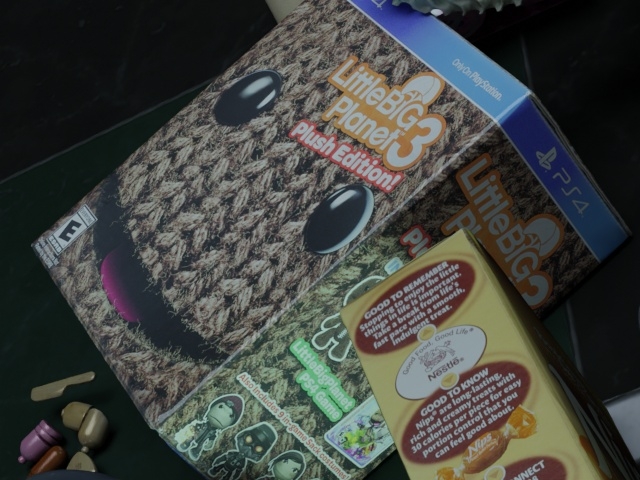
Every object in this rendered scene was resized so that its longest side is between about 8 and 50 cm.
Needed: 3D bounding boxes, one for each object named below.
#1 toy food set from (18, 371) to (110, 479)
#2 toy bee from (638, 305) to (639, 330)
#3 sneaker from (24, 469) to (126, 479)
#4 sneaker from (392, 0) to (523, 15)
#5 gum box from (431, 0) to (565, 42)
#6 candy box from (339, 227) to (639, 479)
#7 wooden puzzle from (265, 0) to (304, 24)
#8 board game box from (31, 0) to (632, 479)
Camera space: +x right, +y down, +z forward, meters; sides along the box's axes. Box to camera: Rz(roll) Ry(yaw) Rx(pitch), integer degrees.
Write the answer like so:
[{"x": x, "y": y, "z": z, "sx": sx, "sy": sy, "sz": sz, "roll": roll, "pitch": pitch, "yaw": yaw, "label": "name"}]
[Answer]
[{"x": -0.176, "y": 0.152, "z": 1.296, "sx": 0.078, "sy": 0.019, "sz": 0.122, "roll": -17, "pitch": 52, "yaw": 27, "label": "toy food set"}, {"x": 0.288, "y": 0.025, "z": 0.929, "sx": 0.298, "sy": 0.195, "sz": 0.162, "roll": -53, "pitch": -6, "yaw": 28, "label": "toy bee"}, {"x": -0.106, "y": 0.192, "z": 1.118, "sx": 0.300, "sy": 0.121, "sz": 0.111, "roll": 17, "pitch": 65, "yaw": 46, "label": "sneaker"}, {"x": 0.146, "y": -0.236, "z": 1.140, "sx": 0.293, "sy": 0.102, "sz": 0.146, "roll": -15, "pitch": 41, "yaw": 21, "label": "sneaker"}, {"x": 0.081, "y": -0.193, "z": 1.334, "sx": 0.188, "sy": 0.062, "sz": 0.107, "roll": -23, "pitch": 66, "yaw": 13, "label": "gum box"}, {"x": 0.126, "y": 0.159, "z": 0.913, "sx": 0.087, "sy": 0.183, "sz": 0.316, "roll": -33, "pitch": 40, "yaw": 9, "label": "candy box"}, {"x": 0.060, "y": -0.238, "z": 1.449, "sx": 0.239, "sy": 0.044, "sz": 0.221, "roll": -35, "pitch": 40, "yaw": 7, "label": "wooden puzzle"}, {"x": 0.000, "y": 0.000, "z": 1.197, "sx": 0.291, "sy": 0.141, "sz": 0.232, "roll": -42, "pitch": 39, "yaw": -1, "label": "board game box"}]
